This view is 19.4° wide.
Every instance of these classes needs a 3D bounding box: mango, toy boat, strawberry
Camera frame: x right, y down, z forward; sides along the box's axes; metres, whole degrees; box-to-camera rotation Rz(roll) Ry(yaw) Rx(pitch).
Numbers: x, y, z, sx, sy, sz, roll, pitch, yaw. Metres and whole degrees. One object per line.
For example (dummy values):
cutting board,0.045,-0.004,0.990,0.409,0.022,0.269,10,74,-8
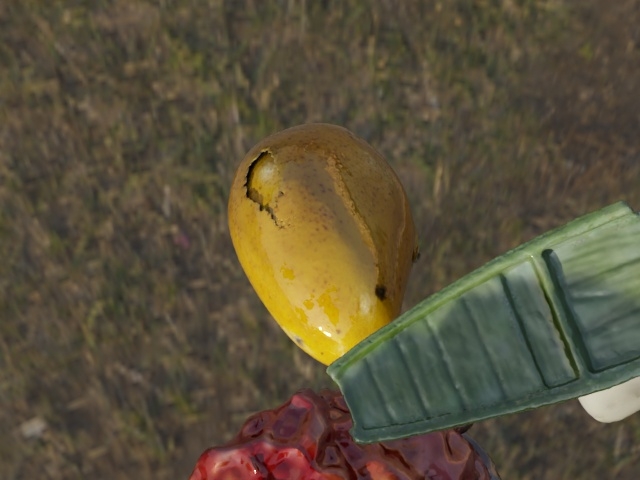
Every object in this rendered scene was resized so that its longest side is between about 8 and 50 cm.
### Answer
mango,0.000,0.000,1.872,0.160,0.191,0.290,-35,45,25
toy boat,0.147,0.035,1.020,0.293,0.055,0.093,-23,83,10
strawberry,-0.018,0.248,1.231,0.336,0.265,0.149,-39,61,-15

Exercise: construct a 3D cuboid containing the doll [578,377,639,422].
doll,0.370,0.120,1.845,0.251,0.221,0.221,-29,68,26
